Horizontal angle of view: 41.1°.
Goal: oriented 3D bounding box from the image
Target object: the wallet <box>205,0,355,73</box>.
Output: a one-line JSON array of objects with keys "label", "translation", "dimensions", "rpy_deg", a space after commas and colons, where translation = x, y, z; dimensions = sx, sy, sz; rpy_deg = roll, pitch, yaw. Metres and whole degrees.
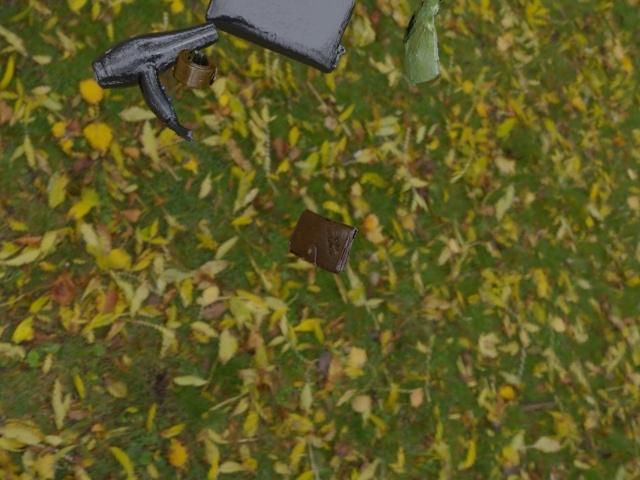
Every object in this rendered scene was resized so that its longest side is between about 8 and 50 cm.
[{"label": "wallet", "translation": [-0.063, -0.395, 1.465], "dimensions": [0.250, 0.149, 0.044], "rpy_deg": [20, 19, -3]}]

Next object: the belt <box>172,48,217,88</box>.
[{"label": "belt", "translation": [-0.173, -0.240, 1.190], "dimensions": [0.059, 0.036, 0.083], "rpy_deg": [18, 25, -13]}]

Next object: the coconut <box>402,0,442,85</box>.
[{"label": "coconut", "translation": [0.147, -0.285, 1.196], "dimensions": [0.055, 0.133, 0.158], "rpy_deg": [21, 57, -12]}]

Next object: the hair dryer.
[{"label": "hair dryer", "translation": [-0.214, -0.224, 1.247], "dimensions": [0.195, 0.075, 0.219], "rpy_deg": [-23, 59, -12]}]

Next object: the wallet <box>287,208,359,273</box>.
[{"label": "wallet", "translation": [0.000, 0.000, 1.555], "dimensions": [0.026, 0.176, 0.095], "rpy_deg": [22, 91, -35]}]
